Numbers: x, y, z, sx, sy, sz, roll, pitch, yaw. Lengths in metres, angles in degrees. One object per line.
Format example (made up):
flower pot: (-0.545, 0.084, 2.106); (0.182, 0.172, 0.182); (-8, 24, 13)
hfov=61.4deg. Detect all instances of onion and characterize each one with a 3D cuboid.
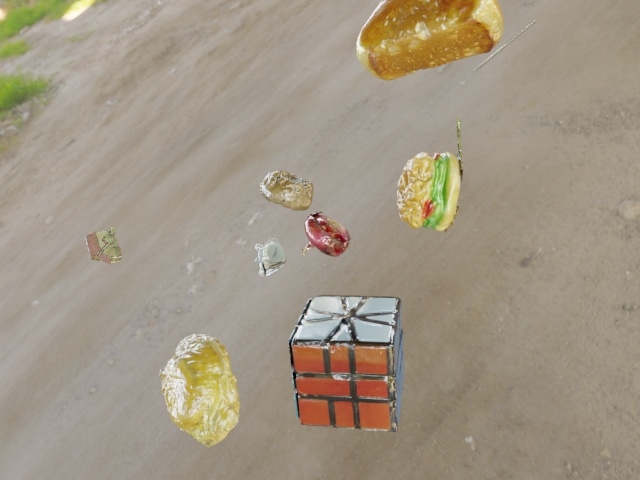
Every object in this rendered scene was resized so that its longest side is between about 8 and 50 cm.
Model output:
onion: (0.000, 0.000, 1.530); (0.140, 0.150, 0.150); (-49, 33, 22)

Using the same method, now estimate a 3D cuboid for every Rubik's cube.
Rubik's cube: (0.085, 0.332, 1.521); (0.293, 0.283, 0.288); (1, 22, 11)

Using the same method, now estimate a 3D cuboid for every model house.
model house: (-0.464, 0.016, 1.153); (0.057, 0.058, 0.083); (-49, 55, 48)

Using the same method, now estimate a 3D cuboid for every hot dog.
hot dog: (0.294, -0.613, 1.498); (0.405, 0.185, 0.223); (-8, 73, 32)

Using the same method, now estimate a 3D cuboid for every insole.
insole: (0.463, -0.489, 1.363); (0.193, 0.006, 0.065); (-39, 0, 11)

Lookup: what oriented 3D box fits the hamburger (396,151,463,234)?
hamburger: (0.283, -0.133, 1.459); (0.149, 0.237, 0.237); (5, 45, 0)

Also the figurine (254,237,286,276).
figurine: (-0.125, 0.044, 1.289); (0.086, 0.082, 0.094); (-15, 53, 51)

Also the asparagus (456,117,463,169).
asparagus: (0.420, -0.288, 1.628); (0.016, 0.166, 0.013); (15, 34, 43)

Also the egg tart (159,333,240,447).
egg tart: (-0.403, 0.468, 1.691); (0.339, 0.153, 0.351); (-23, 67, 42)

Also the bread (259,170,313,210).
bread: (-0.130, -0.205, 2.169); (0.230, 0.230, 0.123); (35, 109, 51)
